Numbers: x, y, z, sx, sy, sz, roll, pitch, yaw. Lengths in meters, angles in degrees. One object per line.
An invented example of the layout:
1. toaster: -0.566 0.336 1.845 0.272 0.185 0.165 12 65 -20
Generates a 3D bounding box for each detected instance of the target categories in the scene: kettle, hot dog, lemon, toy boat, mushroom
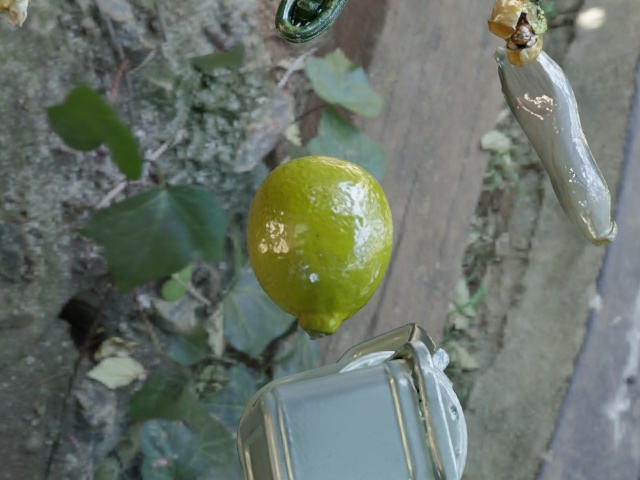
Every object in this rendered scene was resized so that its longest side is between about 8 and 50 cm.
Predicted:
1. kettle: 0.057 0.274 1.629 0.250 0.376 0.361 41 67 -12
2. hot dog: 0.158 -0.173 0.797 0.056 0.041 0.133 55 22 -11
3. lemon: 0.000 0.000 1.261 0.184 0.184 0.248 27 49 -46
4. toy boat: -0.002 -0.414 1.687 0.210 0.104 0.052 -59 165 -11
5. mushroom: 0.373 -0.151 1.592 0.109 0.097 0.351 -71 137 -84

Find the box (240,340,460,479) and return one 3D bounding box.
1. box: 0.016 0.231 1.136 0.182 0.312 0.175 -7 75 -11

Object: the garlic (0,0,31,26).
1. garlic: -0.636 -0.546 1.798 0.313 0.249 0.286 47 63 -47
